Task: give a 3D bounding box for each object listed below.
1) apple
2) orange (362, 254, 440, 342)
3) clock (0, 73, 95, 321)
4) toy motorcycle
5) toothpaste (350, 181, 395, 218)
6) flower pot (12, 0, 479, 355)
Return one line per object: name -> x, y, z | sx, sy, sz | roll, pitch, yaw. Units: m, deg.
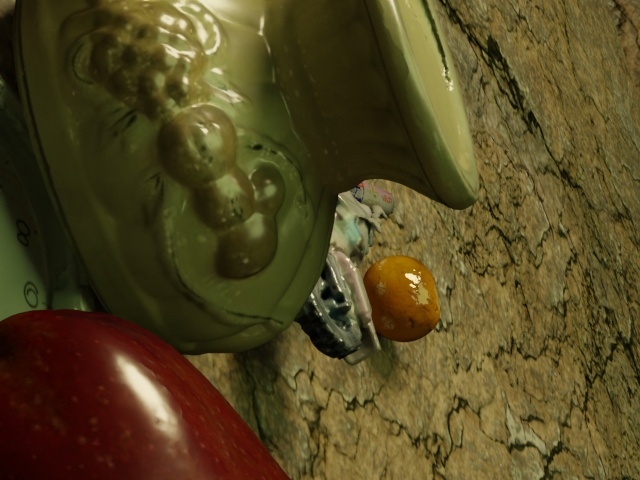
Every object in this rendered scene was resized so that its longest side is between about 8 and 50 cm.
apple -> -0.119, 0.199, 0.815 | 0.316, 0.288, 0.288 | 63, 24, 4
orange -> 0.073, 0.054, 1.567 | 0.083, 0.070, 0.083 | -10, 90, -81
clock -> -0.214, 0.000, 1.001 | 0.236, 0.053, 0.236 | 47, 36, -50
toy motorcycle -> 0.005, -0.003, 1.407 | 0.204, 0.108, 0.239 | 27, 52, -59
toothpaste -> 0.026, -0.045, 1.578 | 0.170, 0.028, 0.045 | 20, 65, -59
flower pot -> -0.039, -0.090, 1.141 | 0.307, 0.244, 0.307 | -19, 90, -79
